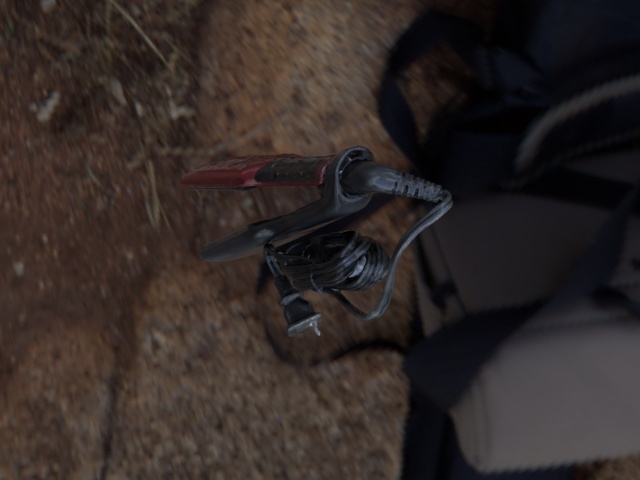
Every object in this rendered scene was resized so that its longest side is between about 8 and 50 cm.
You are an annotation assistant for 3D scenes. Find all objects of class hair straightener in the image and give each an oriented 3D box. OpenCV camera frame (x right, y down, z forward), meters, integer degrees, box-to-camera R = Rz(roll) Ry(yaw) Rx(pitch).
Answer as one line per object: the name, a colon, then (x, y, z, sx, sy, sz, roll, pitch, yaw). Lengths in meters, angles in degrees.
hair straightener: (0.000, 0.000, 0.861, 0.047, 0.230, 0.089, -16, 96, -28)
